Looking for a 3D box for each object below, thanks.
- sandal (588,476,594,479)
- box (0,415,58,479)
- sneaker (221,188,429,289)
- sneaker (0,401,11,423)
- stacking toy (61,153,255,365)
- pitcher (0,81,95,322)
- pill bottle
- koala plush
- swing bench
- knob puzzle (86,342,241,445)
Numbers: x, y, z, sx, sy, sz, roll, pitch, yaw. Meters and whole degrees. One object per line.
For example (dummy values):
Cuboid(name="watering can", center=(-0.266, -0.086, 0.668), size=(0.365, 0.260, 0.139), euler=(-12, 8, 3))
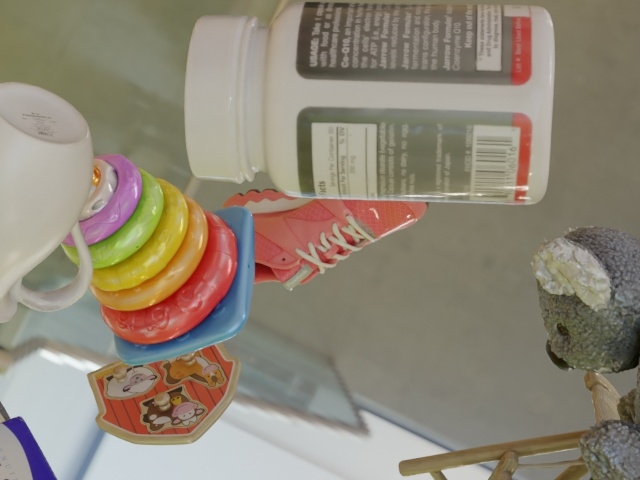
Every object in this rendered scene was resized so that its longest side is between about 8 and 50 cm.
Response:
Cuboid(name="sandal", center=(0.451, 0.342, 2.004), size=(0.067, 0.179, 0.040), euler=(-66, -153, 23))
Cuboid(name="box", center=(-0.264, 0.220, 1.073), size=(0.137, 0.126, 0.072), euler=(-21, 151, -28))
Cuboid(name="sneaker", center=(0.000, 0.000, 1.772), size=(0.314, 0.116, 0.136), euler=(-14, -130, 34))
Cuboid(name="sneaker", center=(-0.415, 0.134, 1.396), size=(0.131, 0.350, 0.148), euler=(-35, 157, -12))
Cuboid(name="stacking toy", center=(-0.203, -0.021, 1.396), size=(0.302, 0.166, 0.175), euler=(50, 32, -45))
Cuboid(name="pitcher", center=(-0.245, -0.021, 1.164), size=(0.125, 0.178, 0.207), euler=(54, -53, 36))
Cuboid(name="pill bottle", center=(0.041, -0.112, 1.145), size=(0.161, 0.283, 0.161), euler=(2, 90, -85))
Cuboid(name="koala plush", center=(0.272, 0.074, 1.201), size=(0.203, 0.221, 0.196), euler=(-46, 166, 21))
Cuboid(name="swing bench", center=(0.223, 0.304, 1.416), size=(0.255, 0.165, 0.253), euler=(-28, -157, 19))
Cuboid(name="knob puzzle", center=(-0.189, 0.181, 1.742), size=(0.213, 0.213, 0.030), euler=(-66, 150, -47))
